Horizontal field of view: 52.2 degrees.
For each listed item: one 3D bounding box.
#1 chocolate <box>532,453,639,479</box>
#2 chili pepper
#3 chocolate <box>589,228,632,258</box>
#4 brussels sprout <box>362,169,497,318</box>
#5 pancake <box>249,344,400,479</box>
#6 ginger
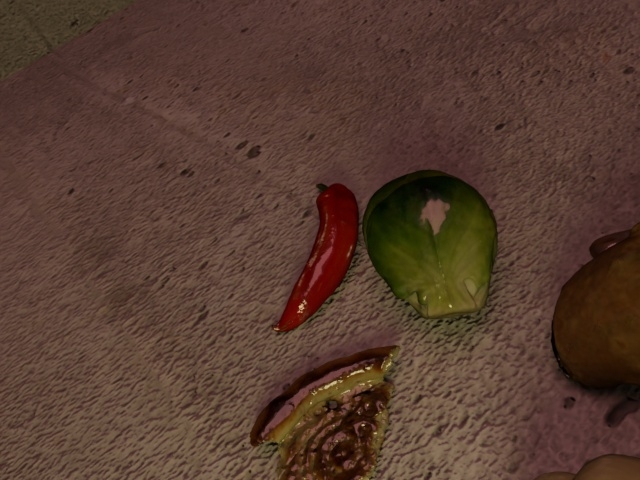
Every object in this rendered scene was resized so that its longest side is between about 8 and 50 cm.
[{"bbox_3d":[0.325,0.378,0.632,0.296,0.315,0.326,8,16,25],"label":"chocolate"},{"bbox_3d":[0.005,0.003,1.243,0.136,0.092,0.369,-9,44,28],"label":"chili pepper"},{"bbox_3d":[0.504,0.004,1.093,0.100,0.031,0.065,-14,42,10],"label":"chocolate"},{"bbox_3d":[0.190,0.009,1.095,0.219,0.210,0.272,-20,62,9],"label":"brussels sprout"},{"bbox_3d":[0.002,0.269,1.023,0.212,0.056,0.258,5,52,24],"label":"pancake"},{"bbox_3d":[0.465,0.089,0.907,0.269,0.223,0.201,-20,54,-4],"label":"ginger"}]
